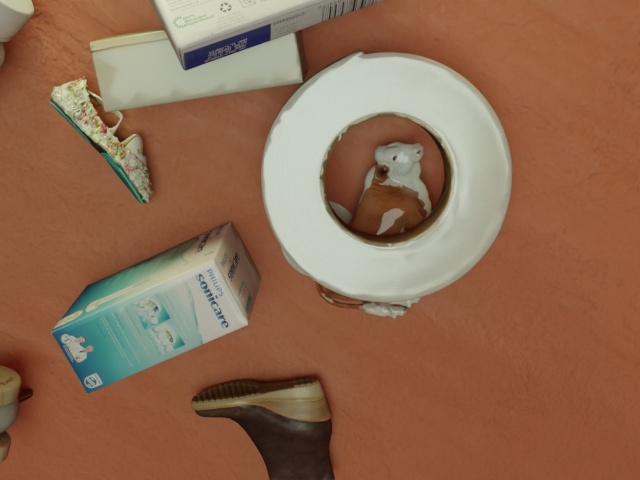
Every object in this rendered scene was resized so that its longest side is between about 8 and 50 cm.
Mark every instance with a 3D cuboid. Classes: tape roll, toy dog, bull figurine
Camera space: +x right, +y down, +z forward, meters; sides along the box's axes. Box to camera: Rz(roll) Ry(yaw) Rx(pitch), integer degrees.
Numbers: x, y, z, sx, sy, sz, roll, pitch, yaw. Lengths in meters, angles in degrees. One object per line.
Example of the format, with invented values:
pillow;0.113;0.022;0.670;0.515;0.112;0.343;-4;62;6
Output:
tape roll;0.100;-0.099;1.474;0.392;0.072;0.392;0;101;-2
toy dog;-0.650;0.250;1.693;0.333;0.161;0.220;42;107;6
bull figurine;0.118;-0.012;1.580;0.188;0.101;0.310;30;105;-2

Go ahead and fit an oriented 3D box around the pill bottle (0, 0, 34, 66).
pill bottle;-0.627;-0.285;1.479;0.361;0.204;0.204;-43;101;13

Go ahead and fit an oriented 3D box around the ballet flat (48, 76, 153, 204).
ballet flat;-0.343;-0.169;1.569;0.077;0.091;0.241;-43;105;-9

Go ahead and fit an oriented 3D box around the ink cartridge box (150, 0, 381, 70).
ink cartridge box;-0.113;-0.440;1.390;0.324;0.071;0.330;-22;69;-11

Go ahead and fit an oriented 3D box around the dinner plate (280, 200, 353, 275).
dinner plate;0.000;0.000;1.636;0.141;0.017;0.141;0;105;2

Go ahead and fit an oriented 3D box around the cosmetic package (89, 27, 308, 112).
cosmetic package;-0.182;-0.284;1.484;0.309;0.160;0.113;-9;105;4

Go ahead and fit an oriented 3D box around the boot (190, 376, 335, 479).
boot;-0.100;0.356;1.707;0.248;0.090;0.207;-5;104;0

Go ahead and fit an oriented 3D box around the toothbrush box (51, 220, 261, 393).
toothbrush box;-0.262;0.105;1.575;0.295;0.216;0.126;-25;105;8
